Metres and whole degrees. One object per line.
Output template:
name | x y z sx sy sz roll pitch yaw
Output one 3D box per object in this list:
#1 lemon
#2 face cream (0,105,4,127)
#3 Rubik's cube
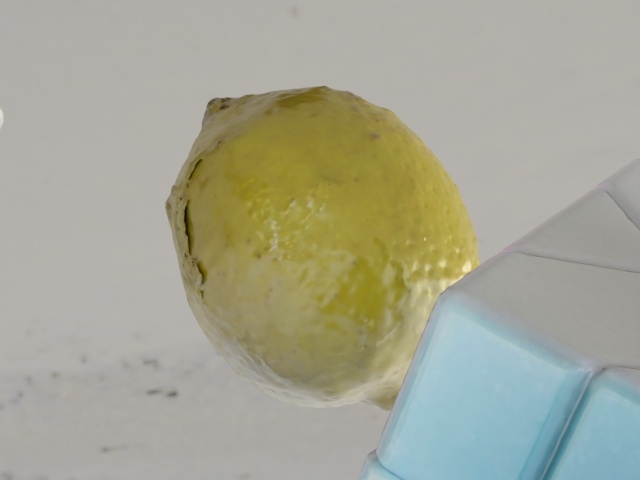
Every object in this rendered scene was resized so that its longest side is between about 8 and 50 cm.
lemon | 0.000 0.000 1.359 0.253 0.310 0.253 -30 168 -7
face cream | -0.374 -0.202 1.478 0.082 0.269 0.082 -24 157 -11
Rubik's cube | 0.205 0.184 0.889 0.322 0.316 0.319 30 -154 18
